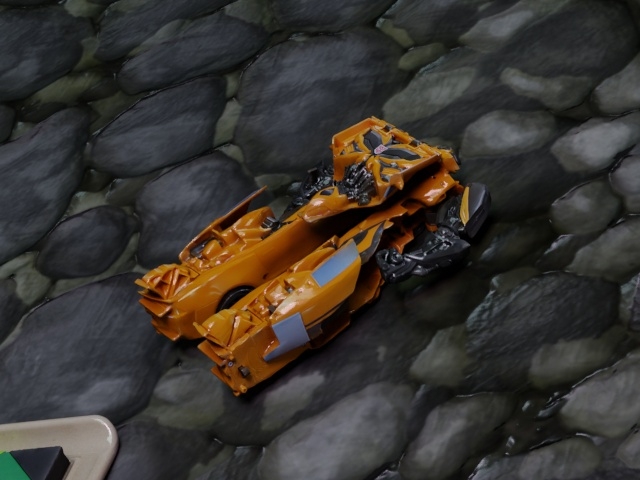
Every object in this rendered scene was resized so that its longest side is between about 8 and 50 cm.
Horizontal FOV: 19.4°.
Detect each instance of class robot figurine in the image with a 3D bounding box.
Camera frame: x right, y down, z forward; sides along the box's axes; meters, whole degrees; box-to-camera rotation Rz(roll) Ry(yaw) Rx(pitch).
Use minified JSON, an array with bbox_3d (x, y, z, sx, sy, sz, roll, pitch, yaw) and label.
[{"bbox_3d":[0.000,0.000,1.564,0.291,0.085,0.211,-38,37,-16],"label":"robot figurine"}]

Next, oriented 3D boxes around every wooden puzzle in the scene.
[{"bbox_3d":[-0.292,0.234,1.479,0.221,0.044,0.238,-8,39,24],"label":"wooden puzzle"}]
